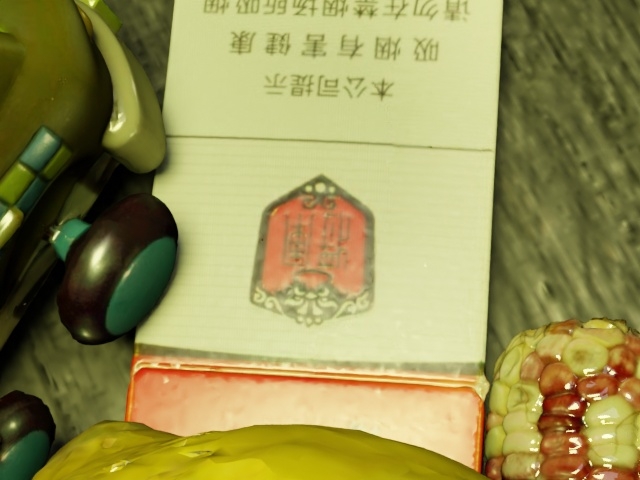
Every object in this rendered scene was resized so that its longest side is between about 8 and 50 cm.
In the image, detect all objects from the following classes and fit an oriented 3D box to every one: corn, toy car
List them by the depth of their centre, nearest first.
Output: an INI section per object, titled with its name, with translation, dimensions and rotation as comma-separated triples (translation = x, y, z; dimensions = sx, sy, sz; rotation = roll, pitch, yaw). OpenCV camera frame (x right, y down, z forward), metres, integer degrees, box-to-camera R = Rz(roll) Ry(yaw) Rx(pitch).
[toy car]
translation = -0.182, -0.011, 0.546
dimensions = 0.204, 0.198, 0.248
rotation = 30, 85, 18
[corn]
translation = 0.093, 0.152, 0.549
dimensions = 0.086, 0.086, 0.253
rotation = 3, 72, 6

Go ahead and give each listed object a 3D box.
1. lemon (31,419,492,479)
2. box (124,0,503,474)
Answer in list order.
[lemon]
translation = -0.008, 0.177, 0.393
dimensions = 0.257, 0.258, 0.310
rotation = -22, 54, -2
[box]
translation = 0.000, 0.000, 0.634
dimensions = 0.139, 0.035, 0.245
rotation = 4, 72, 6
